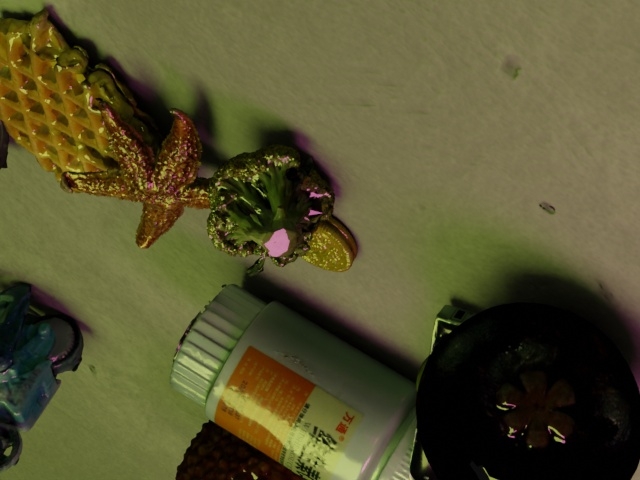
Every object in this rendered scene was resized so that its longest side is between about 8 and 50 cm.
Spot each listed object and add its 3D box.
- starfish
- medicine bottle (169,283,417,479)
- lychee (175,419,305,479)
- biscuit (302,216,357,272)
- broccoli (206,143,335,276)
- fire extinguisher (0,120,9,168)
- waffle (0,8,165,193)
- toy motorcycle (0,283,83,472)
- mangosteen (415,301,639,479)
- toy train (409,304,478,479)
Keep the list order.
[{"bbox_3d":[-0.162,-0.063,1.815,0.240,0.043,0.227,3,146,9],"label":"starfish"},{"bbox_3d":[-0.004,0.185,1.972,0.318,0.158,0.158,31,152,11],"label":"medicine bottle"},{"bbox_3d":[-0.067,0.310,2.162,0.236,0.236,0.271,37,158,-3],"label":"lychee"},{"bbox_3d":[0.000,0.000,1.823,0.084,0.023,0.084,26,151,15],"label":"biscuit"},{"bbox_3d":[-0.051,-0.030,1.731,0.130,0.131,0.120,58,-176,-34],"label":"broccoli"},{"bbox_3d":[-0.518,-0.118,2.124,0.376,0.113,0.200,10,144,40],"label":"fire extinguisher"},{"bbox_3d":[-0.276,-0.141,1.888,0.245,0.052,0.254,49,151,-21],"label":"waffle"},{"bbox_3d":[-0.447,0.185,2.363,0.206,0.260,0.154,20,149,17],"label":"toy motorcycle"},{"bbox_3d":[0.197,0.166,1.673,0.243,0.243,0.243,27,151,16],"label":"mangosteen"},{"bbox_3d":[0.127,0.167,1.819,0.043,0.047,0.207,16,117,15],"label":"toy train"}]
